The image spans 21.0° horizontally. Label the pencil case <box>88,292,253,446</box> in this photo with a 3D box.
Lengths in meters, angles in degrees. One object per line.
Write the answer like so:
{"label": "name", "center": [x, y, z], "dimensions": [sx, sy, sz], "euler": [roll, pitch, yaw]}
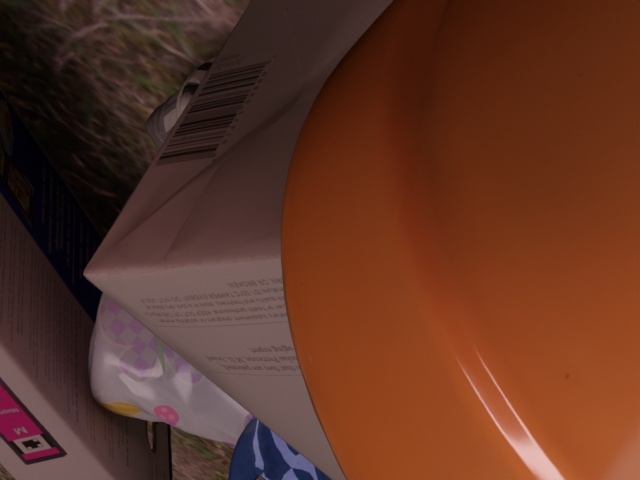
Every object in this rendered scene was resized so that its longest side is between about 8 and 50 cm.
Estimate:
{"label": "pencil case", "center": [0.003, 0.082, 0.975], "dimensions": [0.273, 0.113, 0.124], "euler": [16, 113, 21]}

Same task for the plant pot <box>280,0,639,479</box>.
{"label": "plant pot", "center": [0.160, -0.018, 0.467], "dimensions": [0.291, 0.291, 0.203], "euler": [31, 139, -5]}

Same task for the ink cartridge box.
{"label": "ink cartridge box", "center": [-0.178, 0.027, 1.001], "dimensions": [0.069, 0.175, 0.371], "euler": [-16, 142, 12]}

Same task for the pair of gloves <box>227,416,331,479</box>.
{"label": "pair of gloves", "center": [0.038, 0.139, 0.903], "dimensions": [0.198, 0.023, 0.159], "euler": [19, 136, 19]}

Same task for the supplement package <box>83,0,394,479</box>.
{"label": "supplement package", "center": [0.088, 0.028, 0.716], "dimensions": [0.293, 0.177, 0.175], "euler": [43, 152, -27]}

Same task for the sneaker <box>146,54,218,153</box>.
{"label": "sneaker", "center": [0.000, 0.000, 0.889], "dimensions": [0.228, 0.086, 0.132], "euler": [47, 156, -14]}
